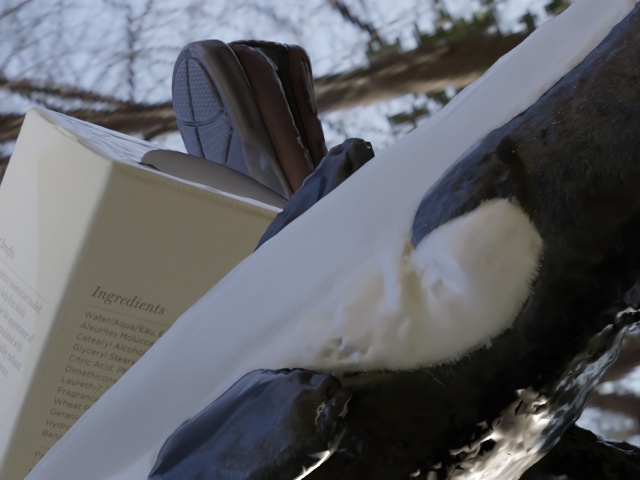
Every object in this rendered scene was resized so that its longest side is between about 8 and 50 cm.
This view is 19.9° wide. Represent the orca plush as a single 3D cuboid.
[{"bbox_3d":[0.049,0.019,0.436,0.287,0.151,0.102,-46,-77,0],"label":"orca plush"}]

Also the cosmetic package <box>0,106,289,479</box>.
[{"bbox_3d":[-0.101,0.045,0.986,0.151,0.151,0.183,18,-83,-29],"label":"cosmetic package"}]

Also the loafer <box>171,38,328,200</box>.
[{"bbox_3d":[0.000,0.000,1.156,0.095,0.109,0.302,-13,-109,-28],"label":"loafer"}]
